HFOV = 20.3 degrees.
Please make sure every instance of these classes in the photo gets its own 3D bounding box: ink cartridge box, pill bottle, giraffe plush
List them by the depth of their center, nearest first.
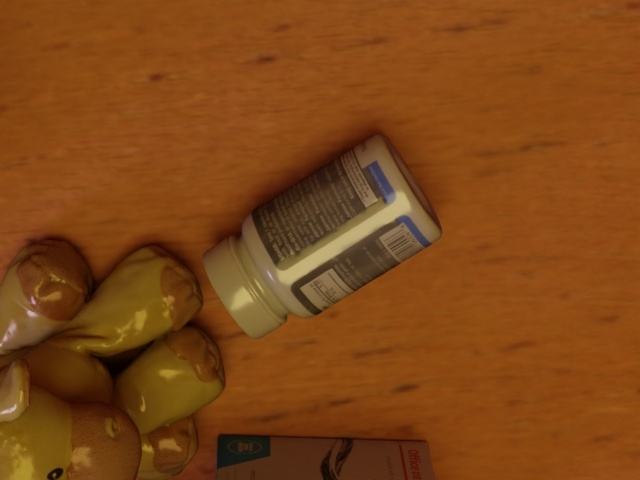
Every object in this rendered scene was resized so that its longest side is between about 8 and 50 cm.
[{"bbox_3d":[-0.167,0.108,1.102,0.210,0.170,0.181,-13,109,2],"label":"giraffe plush"},{"bbox_3d":[0.000,0.000,1.120,0.137,0.078,0.078,-31,107,8],"label":"pill bottle"},{"bbox_3d":[0.020,0.175,1.167,0.180,0.104,0.060,2,108,-3],"label":"ink cartridge box"}]
